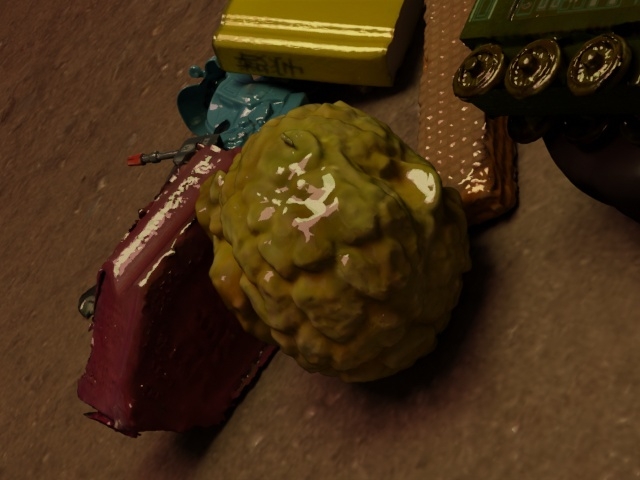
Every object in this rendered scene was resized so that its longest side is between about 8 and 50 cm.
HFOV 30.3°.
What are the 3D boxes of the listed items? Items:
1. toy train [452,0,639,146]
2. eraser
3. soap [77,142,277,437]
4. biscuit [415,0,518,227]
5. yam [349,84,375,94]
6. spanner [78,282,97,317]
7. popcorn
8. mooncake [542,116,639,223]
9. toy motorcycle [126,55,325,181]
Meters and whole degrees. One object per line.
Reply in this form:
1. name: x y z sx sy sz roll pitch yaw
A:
1. toy train: 0.192 -0.145 0.864 0.225 0.090 0.137 8 70 55
2. eraser: 0.000 -0.256 1.359 0.226 0.069 0.158 9 60 21
3. soap: -0.131 0.065 1.175 0.112 0.182 0.289 14 61 52
4. biscuit: 0.146 -0.161 1.196 0.094 0.054 0.379 -27 39 32
5. yam: 0.009 -0.211 1.393 0.145 0.032 0.032 35 84 38
6. spanner: -0.209 -0.024 1.507 0.302 0.017 0.071 -55 33 -11
7. popcorn: 0.000 0.000 1.038 0.251 0.237 0.206 7 37 41
8. mooncake: 0.307 -0.133 0.902 0.283 0.141 0.283 -35 39 34
9. toy motorcycle: -0.103 -0.126 1.381 0.182 0.123 0.272 -4 39 25
